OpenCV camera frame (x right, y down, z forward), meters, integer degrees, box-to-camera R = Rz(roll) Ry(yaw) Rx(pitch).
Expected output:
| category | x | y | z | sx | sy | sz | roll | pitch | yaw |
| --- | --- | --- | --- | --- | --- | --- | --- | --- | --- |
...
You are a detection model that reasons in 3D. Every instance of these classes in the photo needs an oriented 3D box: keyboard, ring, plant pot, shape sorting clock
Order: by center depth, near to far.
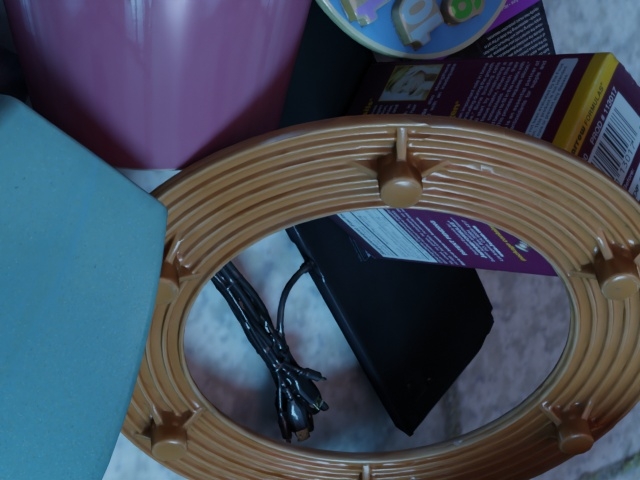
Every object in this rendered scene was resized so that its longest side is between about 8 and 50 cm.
| category | x | y | z | sx | sy | sz | roll | pitch | yaw |
| --- | --- | --- | --- | --- | --- | --- | --- | --- | --- |
| plant pot | -0.187 | 0.053 | 0.674 | 0.166 | 0.165 | 0.234 | 39 | 74 | -38 |
| plant pot | -0.083 | -0.141 | 0.726 | 0.201 | 0.201 | 0.180 | -17 | 123 | -35 |
| ring | 0.032 | 0.064 | 0.798 | 0.336 | 0.337 | 0.032 | 41 | 30 | -36 |
| shape sorting clock | 0.056 | -0.216 | 0.895 | 0.206 | 0.040 | 0.206 | -1 | 92 | -36 |
| keyboard | 0.000 | 0.000 | 0.914 | 0.201 | 0.033 | 0.317 | -46 | 123 | -30 |

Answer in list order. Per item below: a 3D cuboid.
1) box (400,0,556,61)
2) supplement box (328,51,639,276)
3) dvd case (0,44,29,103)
| category | x | y | z | sx | sy | sz | roll | pitch | yaw |
| --- | --- | --- | --- | --- | --- | --- | --- | --- | --- |
| box | 0.119 | -0.094 | 0.992 | 0.116 | 0.029 | 0.162 | -33 | 116 | -29 |
| supplement box | 0.096 | -0.045 | 0.848 | 0.081 | 0.188 | 0.104 | 42 | 66 | -37 |
| dvd case | -0.261 | -0.061 | 0.701 | 0.221 | 0.018 | 0.164 | 29 | 81 | -38 |
